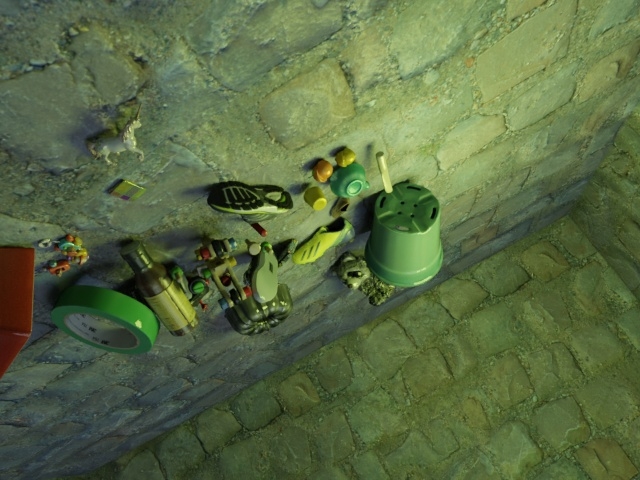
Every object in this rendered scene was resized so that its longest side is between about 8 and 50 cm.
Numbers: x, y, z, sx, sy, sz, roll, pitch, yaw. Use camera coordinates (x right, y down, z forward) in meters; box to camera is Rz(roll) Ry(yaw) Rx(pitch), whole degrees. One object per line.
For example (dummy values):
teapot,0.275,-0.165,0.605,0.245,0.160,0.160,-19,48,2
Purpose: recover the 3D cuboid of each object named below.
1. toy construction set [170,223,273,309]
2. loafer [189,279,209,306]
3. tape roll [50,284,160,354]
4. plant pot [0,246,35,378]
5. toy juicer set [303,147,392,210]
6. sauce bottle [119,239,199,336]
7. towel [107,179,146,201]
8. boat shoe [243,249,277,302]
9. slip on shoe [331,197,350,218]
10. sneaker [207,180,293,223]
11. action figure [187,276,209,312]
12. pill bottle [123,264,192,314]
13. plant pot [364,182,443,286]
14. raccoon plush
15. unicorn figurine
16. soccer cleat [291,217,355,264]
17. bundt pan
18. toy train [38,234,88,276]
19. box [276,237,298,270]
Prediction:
toy construction set,-0.322,0.047,1.673,0.309,0.237,0.257,-45,125,-4
loafer,-0.456,0.217,1.769,0.170,0.062,0.061,-53,131,-30
tape roll,-0.680,0.260,1.576,0.321,0.077,0.321,8,143,6
plant pot,-0.880,0.171,1.216,0.236,0.267,0.267,16,131,-41
toy juicer set,0.101,-0.230,1.665,0.329,0.089,0.209,-15,134,-20
sauce bottle,-0.506,0.151,1.556,0.111,0.111,0.344,-26,122,-6
towel,-0.504,-0.130,1.292,0.060,0.009,0.083,-36,155,15
boat shoe,-0.229,0.134,1.810,0.105,0.306,0.113,-31,121,16
slip on shoe,0.080,-0.120,1.884,0.051,0.041,0.135,-12,151,-31
sneaker,-0.224,-0.101,1.532,0.300,0.111,0.121,3,145,-45
action figure,-0.530,0.232,1.827,0.280,0.139,0.091,-28,157,-8
pill bottle,-0.578,0.191,1.692,0.246,0.130,0.130,-25,155,-8
plant pot,0.346,-0.035,2.026,0.341,0.341,0.334,-24,147,-9
raccoon plush,0.228,0.141,2.475,0.216,0.299,0.446,-56,179,19
unicorn figurine,-0.447,-0.221,1.114,0.162,0.060,0.111,-26,156,-6
soccer cleat,0.000,-0.001,2.012,0.289,0.093,0.121,-27,126,7
bundt pan,-0.272,0.339,2.311,0.331,0.124,0.331,-23,156,-11
toy train,-0.716,0.051,1.378,0.125,0.046,0.166,-17,154,-24
box,-0.145,0.063,1.955,0.137,0.027,0.094,-47,-166,34
